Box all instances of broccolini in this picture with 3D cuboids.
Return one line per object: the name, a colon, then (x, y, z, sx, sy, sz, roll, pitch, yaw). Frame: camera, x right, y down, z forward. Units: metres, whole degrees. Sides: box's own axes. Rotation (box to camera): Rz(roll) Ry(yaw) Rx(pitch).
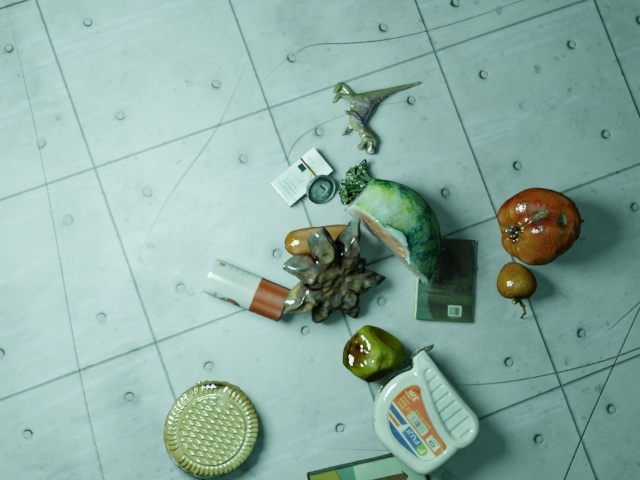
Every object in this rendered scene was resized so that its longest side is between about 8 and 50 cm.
broccolini: (0.144, -0.081, 1.615, 0.123, 0.062, 0.272, -34, 91, 4)

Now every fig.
fig: (0.140, 0.294, 1.543, 0.165, 0.144, 0.154, -6, 107, -15)

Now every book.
book: (0.340, 0.106, 1.624, 0.160, 0.024, 0.229, 4, 86, -4)

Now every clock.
clock: (0.000, -0.138, 1.600, 0.085, 0.017, 0.085, -16, 125, -24)

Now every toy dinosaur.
toy dinosaur: (0.131, -0.377, 1.635, 0.199, 0.072, 0.252, 29, 73, -11)

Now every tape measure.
tape measure: (0.266, 0.447, 1.548, 0.265, 0.130, 0.258, -38, 85, -1)

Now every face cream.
face cream: (-0.192, 0.132, 1.555, 0.214, 0.096, 0.096, 23, 85, -2)

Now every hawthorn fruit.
hawthorn fruit: (0.608, -0.045, 1.574, 0.243, 0.207, 0.208, -9, 87, -17)

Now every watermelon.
watermelon: (0.217, -0.022, 1.540, 0.305, 0.180, 0.224, 45, 43, -6)

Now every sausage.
sausage: (0.000, 0.000, 1.587, 0.197, 0.076, 0.076, -6, 86, -3)

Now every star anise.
star anise: (0.040, 0.088, 1.525, 0.315, 0.108, 0.316, -9, 117, -18)

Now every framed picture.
framed picture: (0.143, 0.704, 1.579, 0.323, 0.013, 0.244, -12, 87, -3)

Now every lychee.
lychee: (0.535, 0.126, 1.596, 0.101, 0.114, 0.140, -37, 69, 19)

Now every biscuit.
biscuit: (-0.283, 0.490, 1.533, 0.258, 0.079, 0.259, 0, 86, -3)

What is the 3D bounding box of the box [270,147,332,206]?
box: (-0.051, -0.171, 1.612, 0.154, 0.040, 0.084, -40, 89, -5)
